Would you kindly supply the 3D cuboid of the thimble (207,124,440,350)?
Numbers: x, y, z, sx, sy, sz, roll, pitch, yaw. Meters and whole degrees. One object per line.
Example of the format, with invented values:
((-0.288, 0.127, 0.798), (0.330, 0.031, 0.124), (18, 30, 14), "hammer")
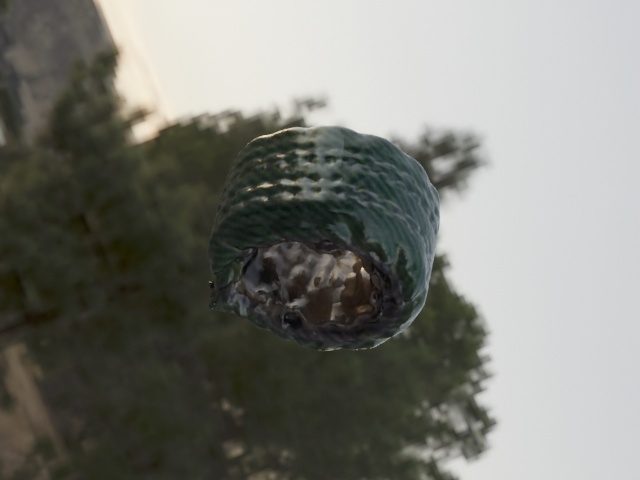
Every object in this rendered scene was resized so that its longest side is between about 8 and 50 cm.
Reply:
((0.002, -0.001, 1.002), (0.090, 0.135, 0.118), (-76, 177, -46), "thimble")
